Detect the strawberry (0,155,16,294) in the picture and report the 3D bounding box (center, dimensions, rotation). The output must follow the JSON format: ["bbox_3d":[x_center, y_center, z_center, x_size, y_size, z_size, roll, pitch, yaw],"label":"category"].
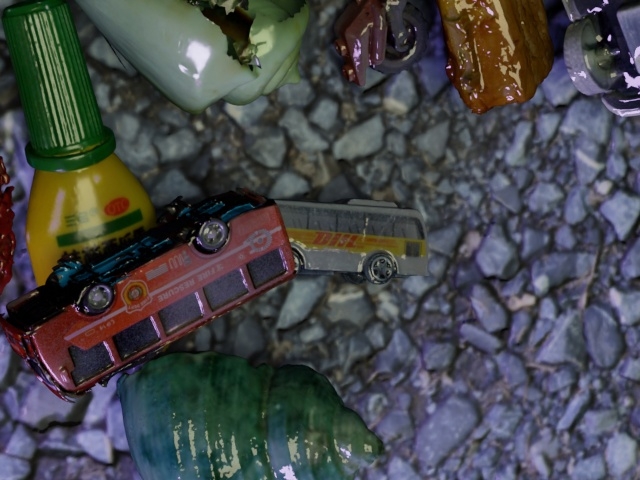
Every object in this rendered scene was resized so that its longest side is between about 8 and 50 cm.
[{"bbox_3d":[-0.322,-0.031,1.208,0.187,0.184,0.201,7,68,-17],"label":"strawberry"}]

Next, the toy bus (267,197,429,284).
[{"bbox_3d":[0.000,0.000,1.383,0.191,0.064,0.075,2,87,-21],"label":"toy bus"}]

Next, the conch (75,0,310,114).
[{"bbox_3d":[-0.119,-0.194,1.250,0.251,0.143,0.137,37,126,-28],"label":"conch"}]

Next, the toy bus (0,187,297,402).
[{"bbox_3d":[-0.133,0.038,1.256,0.235,0.073,0.096,-30,116,-20],"label":"toy bus"}]

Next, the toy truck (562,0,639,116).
[{"bbox_3d":[0.271,-0.316,1.348,0.207,0.173,0.387,-45,118,-47],"label":"toy truck"}]

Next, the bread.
[{"bbox_3d":[0.123,-0.245,1.345,0.077,0.139,0.271,-10,111,26],"label":"bread"}]

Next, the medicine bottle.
[{"bbox_3d":[-0.196,-0.045,1.293,0.111,0.076,0.308,-20,106,-25],"label":"medicine bottle"}]

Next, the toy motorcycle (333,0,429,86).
[{"bbox_3d":[0.018,-0.226,1.337,0.118,0.084,0.212,-28,121,-15],"label":"toy motorcycle"}]

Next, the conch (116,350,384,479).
[{"bbox_3d":[-0.053,0.174,1.346,0.202,0.134,0.196,-18,142,-2],"label":"conch"}]
